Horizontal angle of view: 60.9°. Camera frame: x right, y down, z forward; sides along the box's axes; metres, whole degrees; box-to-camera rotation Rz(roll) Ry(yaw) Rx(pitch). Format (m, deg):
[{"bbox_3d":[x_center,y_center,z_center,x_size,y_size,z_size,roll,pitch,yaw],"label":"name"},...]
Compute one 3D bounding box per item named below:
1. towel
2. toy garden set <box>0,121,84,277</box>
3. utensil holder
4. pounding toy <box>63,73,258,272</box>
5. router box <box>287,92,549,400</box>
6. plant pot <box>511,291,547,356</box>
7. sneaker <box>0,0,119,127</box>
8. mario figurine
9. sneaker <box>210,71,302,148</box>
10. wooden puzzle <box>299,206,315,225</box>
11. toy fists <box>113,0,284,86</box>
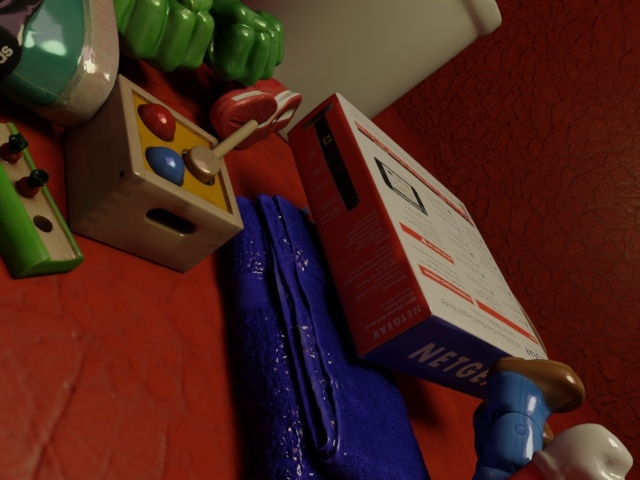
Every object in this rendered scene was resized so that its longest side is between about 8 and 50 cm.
[{"bbox_3d":[0.012,0.103,0.522,0.227,0.076,0.308,36,27,-40],"label":"towel"},{"bbox_3d":[-0.245,-0.071,0.257,0.204,0.049,0.244,58,20,10],"label":"toy garden set"},{"bbox_3d":[0.052,-0.379,0.943,0.327,0.385,0.328,45,22,-24],"label":"utensil holder"},{"bbox_3d":[-0.118,-0.061,0.453,0.141,0.100,0.130,30,31,-49],"label":"pounding toy"},{"bbox_3d":[0.126,0.022,0.654,0.335,0.082,0.301,30,33,-44],"label":"router box"},{"bbox_3d":[0.389,0.178,1.212,0.237,0.109,0.237,45,23,-24],"label":"plant pot"},{"bbox_3d":[-0.246,-0.233,0.433,0.121,0.108,0.302,31,31,-57],"label":"sneaker"},{"bbox_3d":[0.166,0.254,0.409,0.198,0.170,0.321,57,40,-21],"label":"mario figurine"},{"bbox_3d":[-0.121,-0.200,0.752,0.128,0.087,0.221,37,21,6],"label":"sneaker"},{"bbox_3d":[0.000,0.000,0.755,0.116,0.014,0.078,58,20,10],"label":"wooden puzzle"},{"bbox_3d":[-0.147,-0.251,0.621,0.142,0.096,0.279,49,28,18],"label":"toy fists"}]
